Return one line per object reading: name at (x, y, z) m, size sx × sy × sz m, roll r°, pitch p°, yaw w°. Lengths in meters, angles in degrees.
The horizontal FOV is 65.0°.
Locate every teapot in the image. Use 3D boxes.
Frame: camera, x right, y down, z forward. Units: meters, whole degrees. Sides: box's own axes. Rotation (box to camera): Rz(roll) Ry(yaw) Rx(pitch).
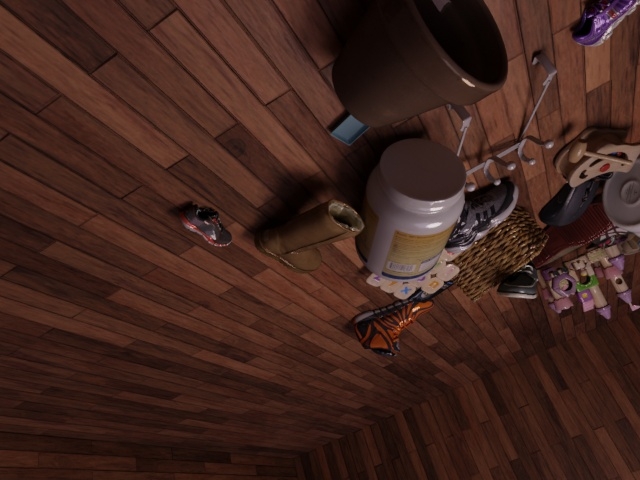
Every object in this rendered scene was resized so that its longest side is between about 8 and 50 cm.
teapot at (0.997, -0.141, 1.499) m, size 0.187 × 0.252 × 0.256 m, roll 2°, pitch 144°, yaw -17°

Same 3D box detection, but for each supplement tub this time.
supplement tub at (0.213, -0.067, 1.220) m, size 0.229 × 0.228 × 0.316 m, roll -11°, pitch 146°, yaw -13°

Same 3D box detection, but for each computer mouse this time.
computer mouse at (0.792, -0.124, 1.575) m, size 0.189 × 0.072 × 0.272 m, roll -8°, pitch 145°, yaw -18°

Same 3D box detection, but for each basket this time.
basket at (0.541, 0.010, 1.624) m, size 0.213 × 0.223 × 0.299 m, roll -33°, pitch 167°, yaw -50°

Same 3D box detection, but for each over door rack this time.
over door rack at (0.419, -0.229, 1.167) m, size 0.240 × 0.108 × 0.324 m, roll -29°, pitch 147°, yaw -5°

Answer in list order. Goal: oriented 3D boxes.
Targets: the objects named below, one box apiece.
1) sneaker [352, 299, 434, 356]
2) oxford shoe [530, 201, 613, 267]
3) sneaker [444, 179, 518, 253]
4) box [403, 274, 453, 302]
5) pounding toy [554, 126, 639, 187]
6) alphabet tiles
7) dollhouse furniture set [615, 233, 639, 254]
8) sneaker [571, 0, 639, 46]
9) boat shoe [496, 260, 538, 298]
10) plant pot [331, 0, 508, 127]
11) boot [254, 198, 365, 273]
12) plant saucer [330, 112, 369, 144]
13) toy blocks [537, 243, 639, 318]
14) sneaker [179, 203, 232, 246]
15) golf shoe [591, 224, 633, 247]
sneaker at (0.296, 0.333, 1.887) m, size 0.321 × 0.180 × 0.124 m, roll -20°, pitch 147°, yaw 1°
oxford shoe at (0.856, -0.021, 1.738) m, size 0.348 × 0.122 × 0.130 m, roll -36°, pitch 158°, yaw 34°
sneaker at (0.425, -0.093, 1.404) m, size 0.268 × 0.101 × 0.153 m, roll -44°, pitch 124°, yaw 7°
box at (0.349, 0.136, 1.722) m, size 0.147 × 0.077 × 0.180 m, roll -39°, pitch 142°, yaw 28°
pounding toy at (0.756, -0.202, 1.365) m, size 0.270 × 0.154 × 0.154 m, roll -3°, pitch 139°, yaw -23°
alphabet tiles at (0.287, 0.072, 1.563) m, size 0.284 × 0.021 × 0.278 m, roll 27°, pitch 125°, yaw -23°
dollhouse furniture set at (1.254, 0.082, 1.898) m, size 0.287 × 0.303 × 0.198 m, roll -14°, pitch 146°, yaw -8°
sneaker at (0.563, -0.456, 0.983) m, size 0.071 × 0.068 × 0.169 m, roll 0°, pitch 143°, yaw -18°
boat shoe at (0.627, 0.118, 1.590) m, size 0.116 × 0.098 × 0.319 m, roll 5°, pitch -173°, yaw 26°
plant pot at (0.143, -0.309, 0.850) m, size 0.263 × 0.262 × 0.229 m, roll 12°, pitch 153°, yaw -38°
boot at (0.000, 0.000, 1.260) m, size 0.270 × 0.089 × 0.236 m, roll -20°, pitch 152°, yaw 39°
plant saucer at (0.106, -0.277, 1.054) m, size 0.192 × 0.018 × 0.067 m, roll -40°, pitch 142°, yaw 27°
toy blocks at (0.998, 0.183, 1.864) m, size 0.289 × 0.259 × 0.309 m, roll -24°, pitch 173°, yaw 8°
sneaker at (-0.255, -0.037, 1.185) m, size 0.065 × 0.061 × 0.158 m, roll -38°, pitch 144°, yaw 16°
golf shoe at (0.986, -0.065, 1.703) m, size 0.120 × 0.105 × 0.272 m, roll 17°, pitch 150°, yaw -1°
